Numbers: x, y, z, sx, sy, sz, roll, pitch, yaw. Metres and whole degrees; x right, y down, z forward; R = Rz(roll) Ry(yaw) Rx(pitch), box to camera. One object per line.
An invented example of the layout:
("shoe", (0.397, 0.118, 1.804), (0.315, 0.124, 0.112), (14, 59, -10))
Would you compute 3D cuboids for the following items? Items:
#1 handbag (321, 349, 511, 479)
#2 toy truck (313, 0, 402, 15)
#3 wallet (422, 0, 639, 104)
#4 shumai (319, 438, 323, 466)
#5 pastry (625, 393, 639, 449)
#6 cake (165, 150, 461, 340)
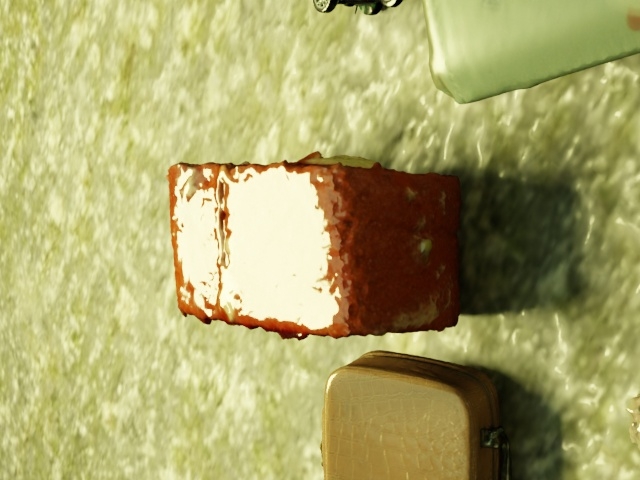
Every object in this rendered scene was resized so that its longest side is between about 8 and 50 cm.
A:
("handbag", (0.079, 0.192, 1.072), (0.151, 0.072, 0.193), (1, 98, 26))
("toy truck", (0.048, -0.226, 1.075), (0.147, 0.065, 0.079), (12, 103, 51))
("wallet", (0.203, -0.247, 0.840), (0.360, 0.083, 0.252), (-13, 85, 40))
("shumai", (0.037, 0.178, 1.152), (0.082, 0.080, 0.083), (19, 111, 46))
("pastry", (0.287, 0.126, 0.809), (0.103, 0.112, 0.265), (44, 145, -9))
("cake", (0.000, 0.000, 1.092), (0.283, 0.177, 0.151), (1, 97, 45))
